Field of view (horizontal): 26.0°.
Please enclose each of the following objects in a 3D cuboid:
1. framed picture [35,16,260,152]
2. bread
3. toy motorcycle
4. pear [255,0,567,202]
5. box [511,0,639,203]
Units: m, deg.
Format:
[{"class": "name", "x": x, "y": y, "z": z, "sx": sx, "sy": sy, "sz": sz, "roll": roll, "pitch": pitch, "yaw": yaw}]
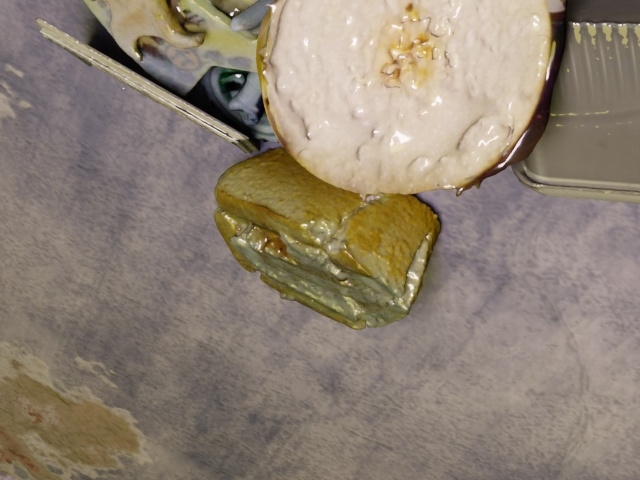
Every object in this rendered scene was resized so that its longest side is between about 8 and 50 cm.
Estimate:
[{"class": "framed picture", "x": -0.171, "y": -0.149, "z": 1.438, "sx": 0.232, "sy": 0.019, "sz": 0.296, "roll": 30, "pitch": -178, "yaw": 0}, {"class": "bread", "x": 0.000, "y": 0.000, "z": 1.567, "sx": 0.257, "sy": 0.124, "sz": 0.186, "roll": 23, "pitch": 146, "yaw": 10}, {"class": "toy motorcycle", "x": -0.122, "y": -0.256, "z": 1.283, "sx": 0.410, "sy": 0.168, "sz": 0.237, "roll": 44, "pitch": 141, "yaw": -22}, {"class": "pear", "x": 0.055, "y": -0.175, "z": 1.145, "sx": 0.267, "sy": 0.267, "sz": 0.178, "roll": 53, "pitch": 180, "yaw": -32}, {"class": "box", "x": 0.293, "y": -0.136, "z": 1.191, "sx": 0.274, "sy": 0.138, "sz": 0.178, "roll": 6, "pitch": 131, "yaw": 29}]
